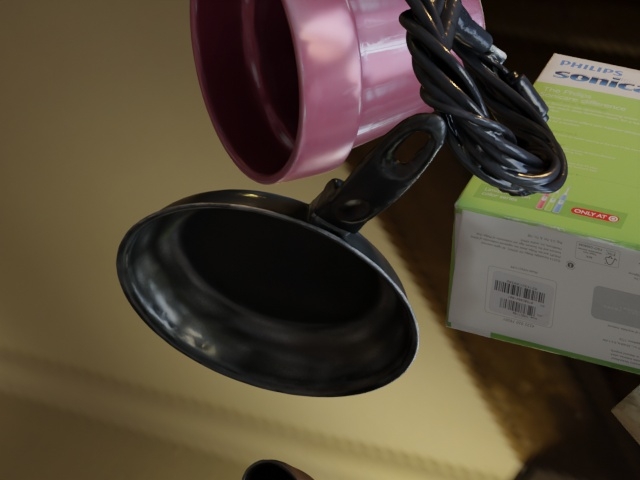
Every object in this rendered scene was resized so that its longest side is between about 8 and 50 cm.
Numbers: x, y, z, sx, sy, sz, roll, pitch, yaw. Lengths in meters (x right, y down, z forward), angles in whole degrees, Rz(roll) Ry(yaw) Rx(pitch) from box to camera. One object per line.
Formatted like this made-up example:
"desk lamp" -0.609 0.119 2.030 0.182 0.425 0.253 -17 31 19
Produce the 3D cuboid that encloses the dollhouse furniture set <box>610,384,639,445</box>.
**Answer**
"dollhouse furniture set" 0.300 0.147 1.247 0.161 0.101 0.182 50 9 20

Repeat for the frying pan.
"frying pan" -0.029 -0.006 1.124 0.197 0.053 0.326 14 -36 8

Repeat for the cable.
"cable" 0.091 -0.093 1.059 0.047 0.184 0.150 -25 -86 16

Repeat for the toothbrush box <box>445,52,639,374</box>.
"toothbrush box" 0.244 -0.026 1.526 0.206 0.283 0.122 13 -54 17

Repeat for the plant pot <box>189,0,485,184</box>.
"plant pot" 0.019 -0.156 1.452 0.201 0.180 0.201 40 -44 54

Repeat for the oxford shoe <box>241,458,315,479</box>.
"oxford shoe" -0.014 0.230 1.168 0.096 0.083 0.227 46 14 -40
